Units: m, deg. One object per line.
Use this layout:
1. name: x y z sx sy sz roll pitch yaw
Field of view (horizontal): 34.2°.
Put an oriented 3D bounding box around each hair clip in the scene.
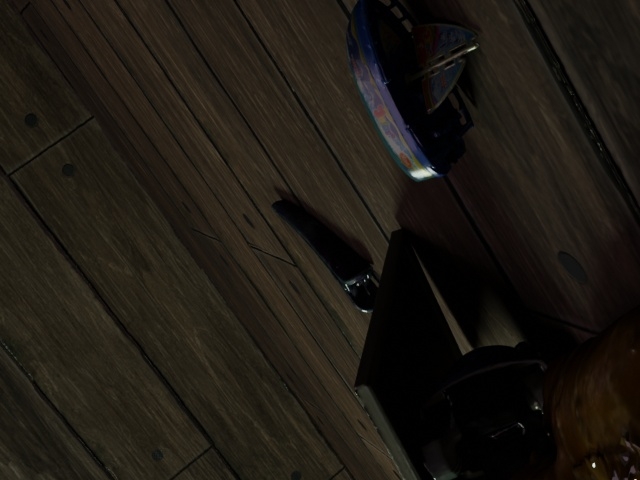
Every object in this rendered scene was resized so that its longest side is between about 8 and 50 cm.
1. hair clip: 0.000 0.000 1.559 0.275 0.048 0.083 47 169 42

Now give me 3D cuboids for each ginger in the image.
1. ginger: 0.242 0.176 0.764 0.176 0.254 0.418 16 161 -3

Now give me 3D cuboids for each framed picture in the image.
1. framed picture: 0.114 0.155 1.159 0.232 0.024 0.315 63 -159 -22

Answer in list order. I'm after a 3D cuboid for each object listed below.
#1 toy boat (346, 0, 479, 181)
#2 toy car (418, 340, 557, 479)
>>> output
1. toy boat: 0.084 -0.140 0.828 0.110 0.091 0.175 -19 108 41
2. toy car: 0.206 0.205 1.095 0.235 0.172 0.158 60 -166 -21
